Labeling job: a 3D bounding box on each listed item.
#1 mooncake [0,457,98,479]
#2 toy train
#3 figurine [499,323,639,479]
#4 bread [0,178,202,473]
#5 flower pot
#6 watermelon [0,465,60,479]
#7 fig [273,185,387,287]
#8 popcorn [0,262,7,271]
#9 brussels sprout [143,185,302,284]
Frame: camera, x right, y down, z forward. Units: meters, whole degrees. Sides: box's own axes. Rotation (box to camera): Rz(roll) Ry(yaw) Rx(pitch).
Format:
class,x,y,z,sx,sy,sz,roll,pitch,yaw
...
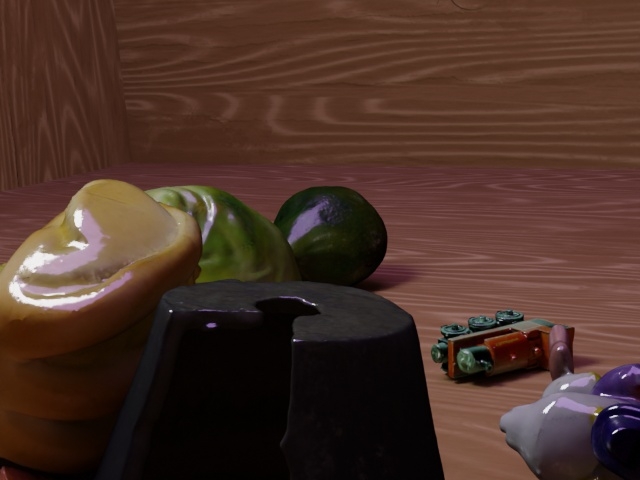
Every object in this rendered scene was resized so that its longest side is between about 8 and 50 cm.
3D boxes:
class,x,y,z,sx,sy,sz,roll,pitch,yaw
mooncake,-0.342,0.225,1.666,0.283,0.141,0.283,-7,8,1
toy train,0.237,0.141,2.003,0.176,0.074,0.118,-10,15,-33
figurine,0.271,0.192,1.476,0.193,0.154,0.421,10,7,8
bread,-0.220,0.083,1.502,0.211,0.270,0.315,35,22,-6
flower pot,-0.034,0.174,1.344,0.379,0.251,0.379,3,11,-1
watermelon,-0.295,0.294,1.414,0.145,0.137,0.193,-38,3,15
fig,0.000,0.000,2.553,0.195,0.195,0.245,0,3,26
popcorn,-0.413,0.144,2.001,0.251,0.205,0.237,-29,6,46
brussels sprout,-0.174,0.073,1.896,0.344,0.344,0.268,-17,-27,-48
